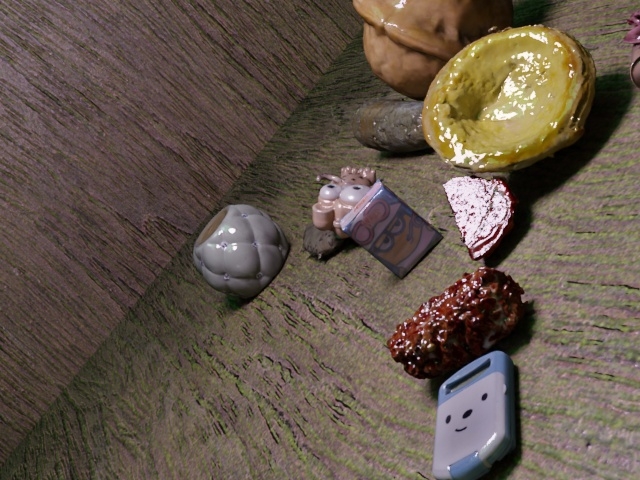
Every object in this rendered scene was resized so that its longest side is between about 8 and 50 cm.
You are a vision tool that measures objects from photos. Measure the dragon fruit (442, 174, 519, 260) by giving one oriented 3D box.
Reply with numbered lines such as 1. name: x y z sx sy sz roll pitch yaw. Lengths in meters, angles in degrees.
1. dragon fruit: 0.279 -0.040 1.462 0.106 0.083 0.162 -32 48 21

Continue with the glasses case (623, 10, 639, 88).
1. glasses case: 0.549 -0.342 1.450 0.102 0.070 0.193 -32 24 41

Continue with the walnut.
1. walnut: 0.258 -0.496 2.009 0.383 0.383 0.383 -43 18 18

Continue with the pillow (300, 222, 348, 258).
1. pillow: 0.000 0.001 2.098 0.093 0.051 0.241 -51 20 -8

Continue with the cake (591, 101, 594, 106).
1. cake: 0.397 -0.222 1.623 0.225 0.090 0.109 -14 33 31

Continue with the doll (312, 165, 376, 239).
1. doll: 0.063 -0.096 2.014 0.278 0.154 0.119 -86 -5 -63

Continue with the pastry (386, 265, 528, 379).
1. pastry: 0.194 0.124 1.273 0.208 0.097 0.115 -39 9 25

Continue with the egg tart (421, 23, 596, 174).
1. egg tart: 0.326 -0.224 1.518 0.315 0.120 0.315 -17 55 25

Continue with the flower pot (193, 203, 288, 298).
1. flower pot: -0.210 0.025 2.318 0.246 0.195 0.246 -42 18 18

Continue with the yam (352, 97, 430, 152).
1. yam: 0.195 -0.270 2.076 0.133 0.133 0.330 -52 21 -9

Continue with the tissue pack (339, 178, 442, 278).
1. tissue pack: 0.129 -0.021 1.651 0.115 0.155 0.065 -47 16 8

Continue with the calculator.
1. calculator: 0.198 0.226 1.148 0.121 0.039 0.210 -37 20 30
